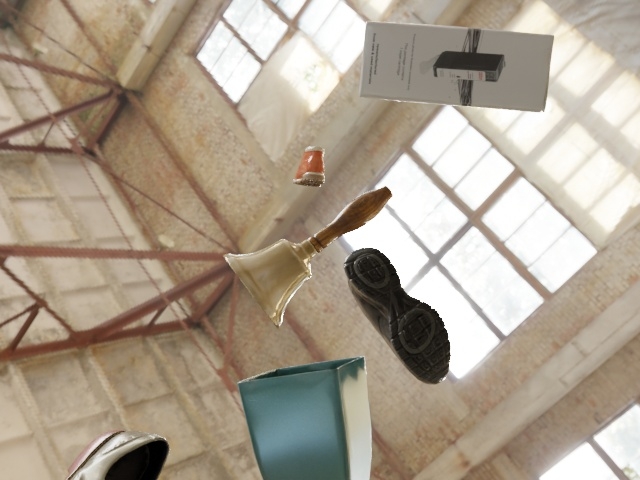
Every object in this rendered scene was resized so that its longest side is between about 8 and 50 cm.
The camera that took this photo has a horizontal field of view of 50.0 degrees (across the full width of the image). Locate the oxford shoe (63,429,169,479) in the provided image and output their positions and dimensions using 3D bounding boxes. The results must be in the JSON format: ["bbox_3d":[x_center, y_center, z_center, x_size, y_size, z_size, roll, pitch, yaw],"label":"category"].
[{"bbox_3d":[-0.331,0.394,0.925,0.123,0.130,0.348,50,-136,-21],"label":"oxford shoe"}]

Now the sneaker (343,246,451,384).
[{"bbox_3d":[0.145,0.146,1.291,0.286,0.109,0.130,58,166,23],"label":"sneaker"}]

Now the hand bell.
[{"bbox_3d":[0.000,0.000,0.950,0.126,0.242,0.126,53,174,8],"label":"hand bell"}]

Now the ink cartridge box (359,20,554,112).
[{"bbox_3d":[0.206,-0.275,1.072,0.272,0.114,0.197,7,-162,6],"label":"ink cartridge box"}]

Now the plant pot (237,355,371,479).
[{"bbox_3d":[-0.010,0.320,1.093,0.165,0.165,0.234,9,-108,-71],"label":"plant pot"}]

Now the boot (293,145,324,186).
[{"bbox_3d":[-0.022,-0.163,1.520,0.059,0.085,0.158,4,176,-15],"label":"boot"}]
